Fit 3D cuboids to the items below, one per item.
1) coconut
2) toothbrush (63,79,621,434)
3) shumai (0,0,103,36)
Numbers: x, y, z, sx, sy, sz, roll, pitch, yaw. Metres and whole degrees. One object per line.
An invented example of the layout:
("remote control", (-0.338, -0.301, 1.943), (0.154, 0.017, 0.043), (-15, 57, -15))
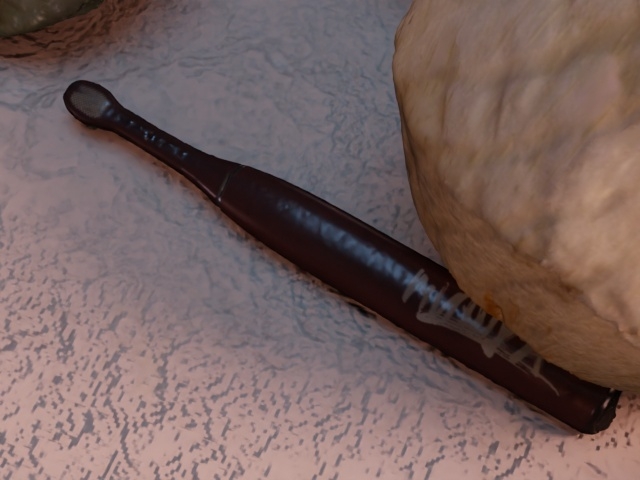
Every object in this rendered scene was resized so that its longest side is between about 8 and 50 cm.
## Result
("coconut", (0.202, -0.085, 0.637), (0.328, 0.329, 0.329), (0, 57, 0))
("toothbrush", (0.000, 0.000, 0.761), (0.364, 0.041, 0.041), (30, 62, 19))
("shumai", (-0.150, -0.249, 0.887), (0.222, 0.203, 0.272), (32, 97, 21))
